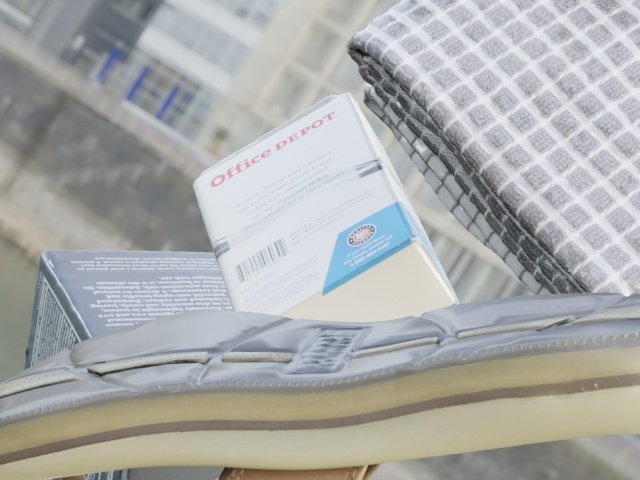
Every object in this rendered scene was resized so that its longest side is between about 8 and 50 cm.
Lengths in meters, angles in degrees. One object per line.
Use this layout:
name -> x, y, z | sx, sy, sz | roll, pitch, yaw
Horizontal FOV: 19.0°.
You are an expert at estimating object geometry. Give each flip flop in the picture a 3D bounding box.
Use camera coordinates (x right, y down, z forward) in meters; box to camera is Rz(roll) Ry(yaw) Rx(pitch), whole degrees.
flip flop -> -0.008, 0.066, 0.565 | 0.277, 0.080, 0.112 | -7, 10, 15

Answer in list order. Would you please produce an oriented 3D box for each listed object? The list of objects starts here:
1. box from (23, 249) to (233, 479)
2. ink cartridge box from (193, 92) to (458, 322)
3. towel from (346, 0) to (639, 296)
box -> -0.135, 0.202, 1.602 | 0.183, 0.296, 0.294 | 1, 25, -23
ink cartridge box -> 0.000, 0.000, 1.374 | 0.082, 0.140, 0.190 | 54, 9, -37
towel -> 0.186, -0.083, 1.162 | 0.283, 0.235, 0.121 | 49, -13, 30
